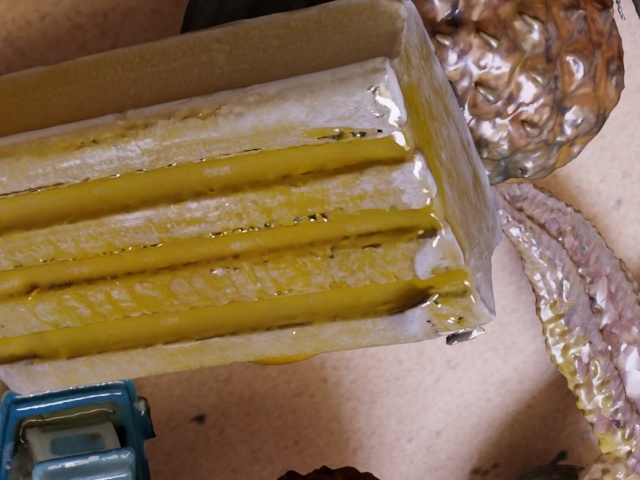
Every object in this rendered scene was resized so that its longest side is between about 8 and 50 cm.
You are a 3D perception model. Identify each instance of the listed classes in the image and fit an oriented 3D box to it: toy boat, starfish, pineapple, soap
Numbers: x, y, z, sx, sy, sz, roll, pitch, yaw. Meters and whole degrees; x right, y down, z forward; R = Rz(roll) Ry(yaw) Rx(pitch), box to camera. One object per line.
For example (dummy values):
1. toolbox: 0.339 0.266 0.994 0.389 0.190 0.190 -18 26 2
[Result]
1. toy boat: -0.139 0.190 1.040 0.109 0.098 0.238 -8 122 -17
2. starfish: 0.239 0.093 1.085 0.398 0.132 0.384 -18 104 -7
3. pineapple: 0.007 -0.129 0.898 0.310 0.141 0.170 25 115 -32
4. soap: -0.063 -0.016 0.879 0.274 0.089 0.173 -9 132 19

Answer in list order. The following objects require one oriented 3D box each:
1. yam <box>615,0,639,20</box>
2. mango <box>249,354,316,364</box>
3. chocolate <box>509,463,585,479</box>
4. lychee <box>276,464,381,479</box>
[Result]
1. yam: 0.186 -0.138 1.003 0.029 0.027 0.234 -45 111 -33
2. mango: 0.000 0.000 1.014 0.187 0.066 0.101 -47 119 -3
3. chocolate: 0.202 0.229 1.215 0.110 0.110 0.248 -48 131 7
4. lychee: 0.006 0.261 0.990 0.271 0.271 0.271 -11 122 -19
